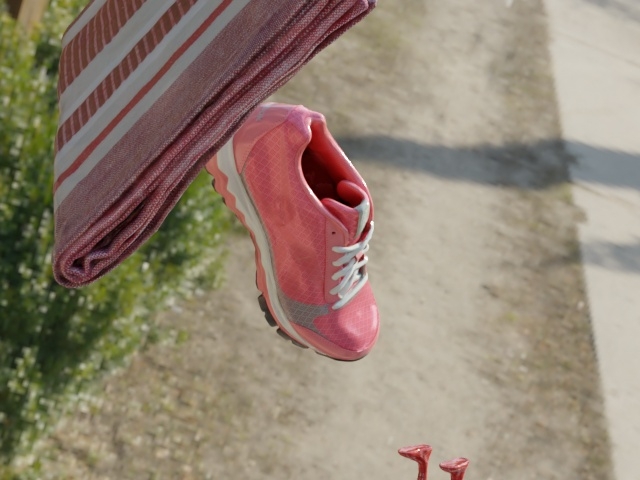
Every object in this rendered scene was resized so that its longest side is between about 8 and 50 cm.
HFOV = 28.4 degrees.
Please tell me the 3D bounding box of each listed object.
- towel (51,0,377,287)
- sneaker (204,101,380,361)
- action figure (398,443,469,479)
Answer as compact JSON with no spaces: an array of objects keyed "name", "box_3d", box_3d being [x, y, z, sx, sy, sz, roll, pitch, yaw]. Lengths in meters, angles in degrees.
[{"name":"towel","box_3d":[-0.086,-0.136,0.801,0.037,0.237,0.329,38,19,-28]},{"name":"sneaker","box_3d":[0.000,0.000,1.249,0.136,0.314,0.116,0,37,42]},{"name":"action figure","box_3d":[0.081,0.374,1.372,0.139,0.280,0.091,-4,11,-45]}]
